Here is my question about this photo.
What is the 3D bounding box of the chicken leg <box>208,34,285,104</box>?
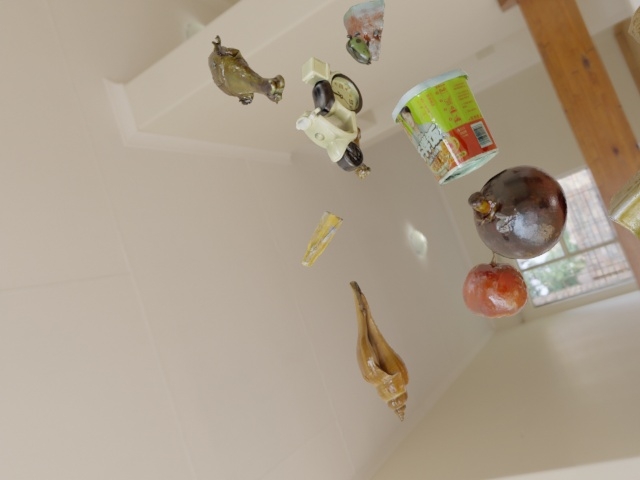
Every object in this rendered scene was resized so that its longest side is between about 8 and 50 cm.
[{"bbox_3d":[-0.272,-0.560,1.901,0.361,0.140,0.211,42,163,23],"label":"chicken leg"}]

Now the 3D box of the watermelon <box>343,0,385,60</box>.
[{"bbox_3d":[0.172,-0.755,1.953,0.094,0.154,0.241,84,178,-76],"label":"watermelon"}]

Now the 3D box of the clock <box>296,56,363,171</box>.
[{"bbox_3d":[0.036,-0.446,1.898,0.276,0.120,0.379,20,-123,-34],"label":"clock"}]

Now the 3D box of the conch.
[{"bbox_3d":[0.120,0.252,1.225,0.109,0.093,0.330,-11,-112,-39],"label":"conch"}]

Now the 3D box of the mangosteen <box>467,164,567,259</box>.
[{"bbox_3d":[0.455,-0.070,1.299,0.261,0.235,0.235,9,-123,-23],"label":"mangosteen"}]

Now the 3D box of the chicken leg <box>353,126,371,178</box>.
[{"bbox_3d":[0.128,-0.351,2.092,0.087,0.107,0.251,13,-131,-50],"label":"chicken leg"}]

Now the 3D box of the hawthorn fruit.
[{"bbox_3d":[0.663,0.160,2.047,0.242,0.242,0.271,-5,-94,-62],"label":"hawthorn fruit"}]

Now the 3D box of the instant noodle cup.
[{"bbox_3d":[0.439,-0.378,1.844,0.294,0.294,0.308,-8,-110,-62],"label":"instant noodle cup"}]

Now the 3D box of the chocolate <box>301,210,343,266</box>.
[{"bbox_3d":[0.000,0.000,1.993,0.085,0.086,0.219,31,-93,-49],"label":"chocolate"}]

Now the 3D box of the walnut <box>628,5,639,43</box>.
[{"bbox_3d":[0.941,-0.601,1.455,0.155,0.184,0.155,9,-102,-51],"label":"walnut"}]

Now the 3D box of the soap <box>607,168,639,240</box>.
[{"bbox_3d":[0.926,-0.170,1.381,0.156,0.335,0.293,40,-145,12],"label":"soap"}]

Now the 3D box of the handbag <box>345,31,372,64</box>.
[{"bbox_3d":[0.124,-0.583,1.646,0.072,0.047,0.111,-27,-103,-21],"label":"handbag"}]
